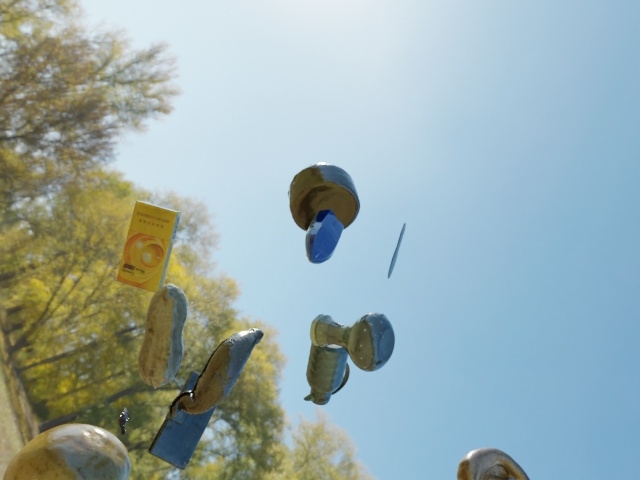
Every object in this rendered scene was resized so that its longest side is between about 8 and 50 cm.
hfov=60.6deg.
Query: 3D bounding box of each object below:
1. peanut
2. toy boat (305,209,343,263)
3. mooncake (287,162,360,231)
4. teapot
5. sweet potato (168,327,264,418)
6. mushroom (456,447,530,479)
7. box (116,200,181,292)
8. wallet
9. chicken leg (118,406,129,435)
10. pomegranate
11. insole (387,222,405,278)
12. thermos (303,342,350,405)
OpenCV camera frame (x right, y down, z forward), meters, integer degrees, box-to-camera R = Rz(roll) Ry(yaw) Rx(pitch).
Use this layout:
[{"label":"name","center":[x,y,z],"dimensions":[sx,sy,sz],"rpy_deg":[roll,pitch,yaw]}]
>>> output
[{"label":"peanut","center":[-0.327,0.196,1.138],"dimensions":[0.100,0.100,0.213],"rpy_deg":[0,-95,59]},{"label":"toy boat","center":[0.000,0.000,1.920],"dimensions":[0.088,0.295,0.129],"rpy_deg":[-32,-75,26]},{"label":"mooncake","center":[0.011,-0.168,2.180],"dimensions":[0.284,0.285,0.155],"rpy_deg":[106,-16,-44]},{"label":"teapot","center":[0.097,0.302,1.704],"dimensions":[0.251,0.184,0.183],"rpy_deg":[5,-69,35]},{"label":"sweet potato","center":[-0.245,0.323,1.355],"dimensions":[0.098,0.310,0.124],"rpy_deg":[44,-25,-5]},{"label":"mushroom","center":[0.559,0.800,1.745],"dimensions":[0.278,0.278,0.146],"rpy_deg":[62,-35,18]},{"label":"box","center":[-0.550,0.019,1.753],"dimensions":[0.153,0.043,0.269],"rpy_deg":[14,-88,11]},{"label":"wallet","center":[-0.481,0.652,1.996],"dimensions":[0.044,0.316,0.169],"rpy_deg":[-7,-42,48]},{"label":"chicken leg","center":[-0.460,0.417,1.279],"dimensions":[0.083,0.021,0.036],"rpy_deg":[-133,-142,-68]},{"label":"pomegranate","center":[-0.630,0.589,1.363],"dimensions":[0.307,0.308,0.307],"rpy_deg":[34,-47,47]},{"label":"insole","center":[0.240,0.032,1.717],"dimensions":[0.004,0.064,0.188],"rpy_deg":[15,-100,18]},{"label":"thermos","center":[0.032,0.481,2.053],"dimensions":[0.145,0.182,0.286],"rpy_deg":[42,-49,49]}]
